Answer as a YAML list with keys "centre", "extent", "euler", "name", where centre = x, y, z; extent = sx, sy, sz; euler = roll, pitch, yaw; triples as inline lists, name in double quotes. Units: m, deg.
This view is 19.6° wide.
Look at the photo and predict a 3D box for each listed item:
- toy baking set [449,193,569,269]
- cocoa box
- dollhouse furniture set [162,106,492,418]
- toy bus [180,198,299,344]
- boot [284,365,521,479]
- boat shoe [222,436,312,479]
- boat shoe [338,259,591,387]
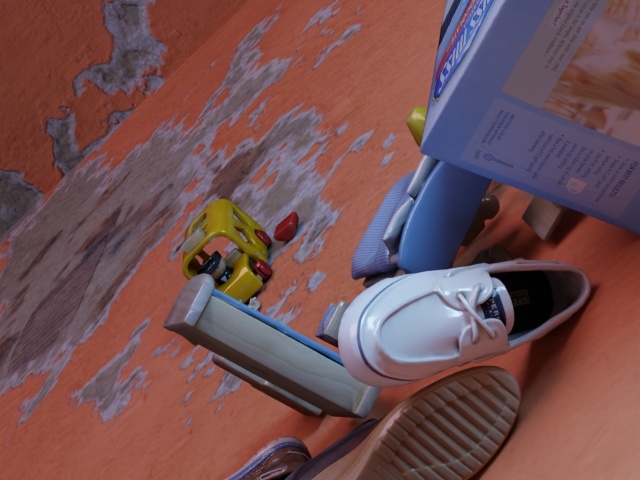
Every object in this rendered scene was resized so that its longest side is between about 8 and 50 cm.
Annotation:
- centre: [0.154, -0.012, 1.860]
  extent: [0.256, 0.030, 0.197]
  euler: [2, 63, 60]
  name: "toy baking set"
- centre: [0.258, -0.217, 1.575]
  extent: [0.347, 0.231, 0.228]
  euler: [118, 169, -47]
  name: "cocoa box"
- centre: [0.000, 0.000, 1.869]
  extent: [0.303, 0.198, 0.286]
  euler: [-62, 10, -10]
  name: "dollhouse furniture set"
- centre: [-0.133, 0.025, 2.453]
  extent: [0.202, 0.104, 0.191]
  euler: [-23, 31, 57]
  name: "toy bus"
- centre: [0.060, 0.181, 1.668]
  extent: [0.248, 0.090, 0.207]
  euler: [-40, 10, 2]
  name: "boot"
- centre: [-0.082, 0.273, 1.860]
  extent: [0.183, 0.066, 0.066]
  euler: [-47, 18, 7]
  name: "boat shoe"
- centre: [0.127, 0.058, 1.587]
  extent: [0.258, 0.095, 0.084]
  euler: [-20, 1, -41]
  name: "boat shoe"
